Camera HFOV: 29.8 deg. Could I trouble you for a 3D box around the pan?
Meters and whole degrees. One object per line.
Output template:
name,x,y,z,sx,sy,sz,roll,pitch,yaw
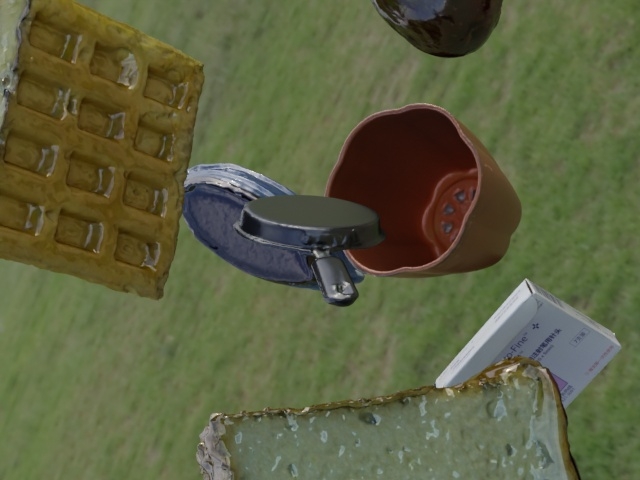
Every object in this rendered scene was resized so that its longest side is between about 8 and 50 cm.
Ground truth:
pan,0.000,0.000,1.022,0.235,0.136,0.028,-119,31,-68

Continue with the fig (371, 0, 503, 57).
fig,0.086,-0.225,1.065,0.103,0.154,0.109,-61,-14,-54

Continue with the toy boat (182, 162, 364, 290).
toy boat,-0.073,-0.021,1.679,0.142,0.309,0.129,-24,-38,-62

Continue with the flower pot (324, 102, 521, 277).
flower pot,0.130,-0.040,1.316,0.190,0.173,0.191,-8,76,34

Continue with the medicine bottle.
medicine bottle,0.276,0.166,1.622,0.201,0.171,0.052,-51,23,19

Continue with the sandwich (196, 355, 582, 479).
sandwich,0.057,0.203,0.791,0.087,0.251,0.226,133,125,-63

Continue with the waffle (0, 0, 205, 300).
waffle,-0.214,-0.086,1.104,0.055,0.221,0.248,-1,75,40
